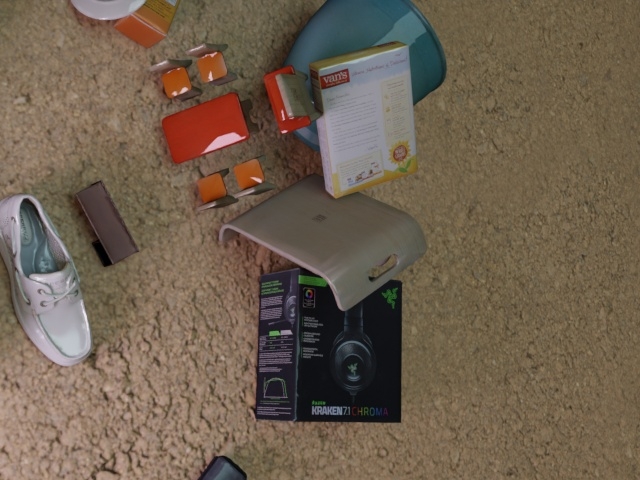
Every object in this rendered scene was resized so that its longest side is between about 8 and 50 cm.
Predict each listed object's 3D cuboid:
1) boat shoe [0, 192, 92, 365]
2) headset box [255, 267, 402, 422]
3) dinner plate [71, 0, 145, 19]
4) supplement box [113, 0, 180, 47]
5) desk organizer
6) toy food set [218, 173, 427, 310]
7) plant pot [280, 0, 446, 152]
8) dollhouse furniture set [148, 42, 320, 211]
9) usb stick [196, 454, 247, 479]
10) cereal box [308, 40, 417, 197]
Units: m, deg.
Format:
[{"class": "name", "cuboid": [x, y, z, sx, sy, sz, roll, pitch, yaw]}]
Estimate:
[{"class": "boat shoe", "cuboid": [-0.412, 0.061, 1.318, 0.098, 0.096, 0.277, -28, 100, -36]}, {"class": "headset box", "cuboid": [0.020, 0.187, 1.596, 0.246, 0.131, 0.283, 10, 76, -36]}, {"class": "dinner plate", "cuboid": [-0.346, -0.425, 1.441, 0.141, 0.017, 0.141, -1, 67, 1]}, {"class": "supplement box", "cuboid": [-0.273, -0.455, 1.515, 0.080, 0.078, 0.234, 27, 68, -30]}, {"class": "desk organizer", "cuboid": [-0.350, -0.026, 1.410, 0.050, 0.047, 0.130, -32, 102, -33]}, {"class": "toy food set", "cuboid": [0.000, 0.000, 1.521, 0.219, 0.306, 0.092, -32, 132, -35]}, {"class": "plant pot", "cuboid": [0.049, -0.305, 1.632, 0.255, 0.271, 0.272, -46, 110, -16]}, {"class": "dollhouse furniture set", "cuboid": [-0.145, -0.201, 1.448, 0.135, 0.259, 0.262, -24, 97, -69]}, {"class": "usb stick", "cuboid": [-0.221, 0.475, 1.427, 0.077, 0.045, 0.278, 51, 58, -20]}, {"class": "cereal box", "cuboid": [0.078, -0.209, 1.518, 0.173, 0.047, 0.240, -18, 120, -18]}]
